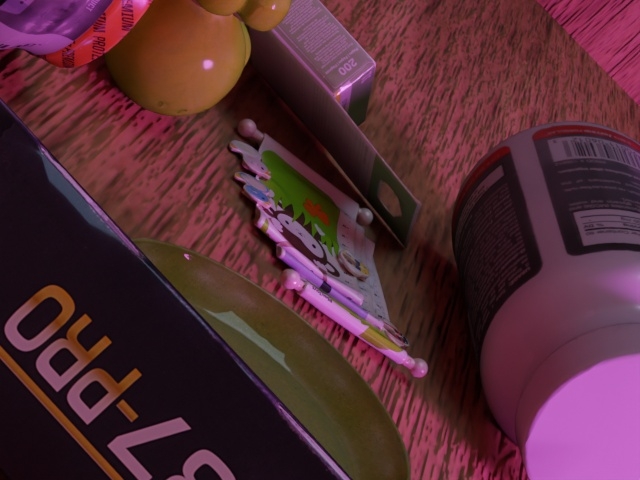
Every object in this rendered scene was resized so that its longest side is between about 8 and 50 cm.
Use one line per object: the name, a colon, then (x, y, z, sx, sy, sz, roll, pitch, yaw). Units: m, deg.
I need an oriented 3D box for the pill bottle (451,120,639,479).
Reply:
pill bottle: (0.230, 0.065, 1.459, 0.210, 0.210, 0.363, 39, 22, -22)

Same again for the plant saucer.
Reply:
plant saucer: (-0.049, 0.091, 1.069, 0.241, 0.037, 0.241, 35, 18, -13)

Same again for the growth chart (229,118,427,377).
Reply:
growth chart: (0.000, 0.000, 1.397, 0.172, 0.021, 0.237, 34, 23, -30)

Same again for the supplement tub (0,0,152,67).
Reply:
supplement tub: (-0.254, -0.250, 1.107, 0.316, 0.193, 0.193, 31, 25, -36)

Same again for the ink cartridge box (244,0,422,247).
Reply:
ink cartridge box: (0.023, -0.114, 1.506, 0.235, 0.056, 0.171, 48, -9, 9)

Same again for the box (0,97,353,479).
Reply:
box: (-0.078, 0.077, 0.752, 0.318, 0.097, 0.395, 50, -7, 1)

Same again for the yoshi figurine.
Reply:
yoshi figurine: (-0.138, -0.219, 1.390, 0.362, 0.204, 0.203, -128, -155, -56)
